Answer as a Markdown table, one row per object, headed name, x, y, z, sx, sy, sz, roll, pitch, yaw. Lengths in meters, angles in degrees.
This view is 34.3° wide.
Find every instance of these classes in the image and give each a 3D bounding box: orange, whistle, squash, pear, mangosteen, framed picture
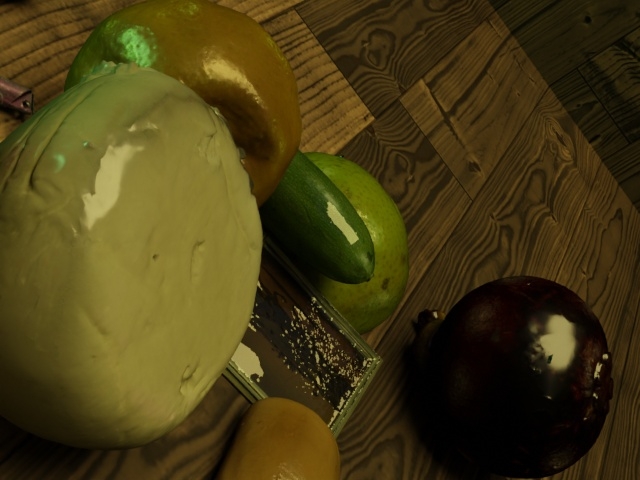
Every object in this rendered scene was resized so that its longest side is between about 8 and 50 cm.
| name | x | y | z | sx | sy | sz | roll | pitch | yaw |
| --- | --- | --- | --- | --- | --- | --- | --- | --- | --- |
| orange | -0.155 | -0.139 | 1.188 | 0.279 | 0.279 | 0.235 | 37 | 14 | -30 |
| whistle | -0.390 | -0.181 | 1.132 | 0.176 | 0.033 | 0.033 | 24 | 44 | -43 |
| squash | -0.072 | -0.089 | 1.354 | 0.395 | 0.107 | 0.107 | 46 | 27 | 20 |
| pear | 0.004 | 0.001 | 1.435 | 0.239 | 0.139 | 0.288 | -30 | 87 | -48 |
| mangosteen | 0.274 | 0.196 | 1.503 | 0.297 | 0.293 | 0.297 | 5 | 90 | -80 |
| framed picture | -0.038 | 0.131 | 1.299 | 0.252 | 0.014 | 0.197 | 48 | 50 | -14 |

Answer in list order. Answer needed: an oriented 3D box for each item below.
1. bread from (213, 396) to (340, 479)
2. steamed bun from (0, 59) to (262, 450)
| name | x | y | z | sx | sy | sz | roll | pitch | yaw |
| --- | --- | --- | --- | --- | --- | --- | --- | --- | --- |
| bread | -0.039 | 0.270 | 1.148 | 0.147 | 0.098 | 0.217 | 47 | 33 | -22 |
| steamed bun | -0.218 | 0.022 | 0.957 | 0.312 | 0.233 | 0.334 | -52 | 142 | -47 |
